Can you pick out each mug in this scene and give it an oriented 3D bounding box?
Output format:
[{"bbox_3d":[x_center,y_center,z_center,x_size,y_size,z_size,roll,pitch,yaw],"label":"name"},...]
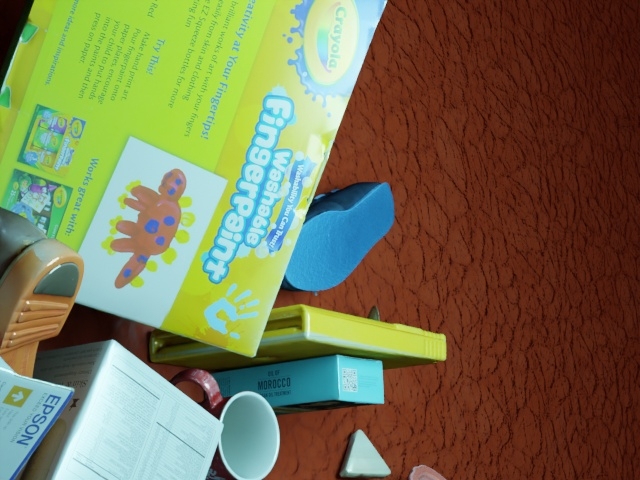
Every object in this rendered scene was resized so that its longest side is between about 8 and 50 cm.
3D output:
[{"bbox_3d":[-0.154,0.241,1.485,0.113,0.169,0.150,1,79,-51],"label":"mug"}]

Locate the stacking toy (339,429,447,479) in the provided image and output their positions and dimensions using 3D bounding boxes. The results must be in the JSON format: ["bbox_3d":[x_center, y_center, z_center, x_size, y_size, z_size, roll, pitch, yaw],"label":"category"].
[{"bbox_3d":[0.081,0.483,1.808,0.279,0.130,0.309,40,43,-4],"label":"stacking toy"}]

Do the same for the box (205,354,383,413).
[{"bbox_3d":[-0.039,0.204,1.577,0.100,0.244,0.060,14,69,-49],"label":"box"}]

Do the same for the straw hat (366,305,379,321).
[{"bbox_3d":[0.053,0.173,1.846,0.061,0.144,0.144,5,72,-7],"label":"straw hat"}]

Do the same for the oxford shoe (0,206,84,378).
[{"bbox_3d":[-0.378,0.129,1.191,0.363,0.133,0.130,-58,163,13],"label":"oxford shoe"}]

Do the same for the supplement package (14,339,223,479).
[{"bbox_3d":[-0.278,0.282,1.293,0.198,0.199,0.262,44,49,-35],"label":"supplement package"}]

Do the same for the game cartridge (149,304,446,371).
[{"bbox_3d":[-0.023,0.146,1.582,0.324,0.285,0.052,13,71,-50],"label":"game cartridge"}]

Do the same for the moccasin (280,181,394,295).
[{"bbox_3d":[0.000,0.000,1.795,0.342,0.117,0.137,-27,114,-56],"label":"moccasin"}]

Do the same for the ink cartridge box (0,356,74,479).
[{"bbox_3d":[-0.449,0.207,1.050,0.330,0.071,0.324,25,105,-47],"label":"ink cartridge box"}]

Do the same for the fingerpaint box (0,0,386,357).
[{"bbox_3d":[-0.182,-0.138,1.317,0.371,0.163,0.444,19,93,-20],"label":"fingerpaint box"}]
